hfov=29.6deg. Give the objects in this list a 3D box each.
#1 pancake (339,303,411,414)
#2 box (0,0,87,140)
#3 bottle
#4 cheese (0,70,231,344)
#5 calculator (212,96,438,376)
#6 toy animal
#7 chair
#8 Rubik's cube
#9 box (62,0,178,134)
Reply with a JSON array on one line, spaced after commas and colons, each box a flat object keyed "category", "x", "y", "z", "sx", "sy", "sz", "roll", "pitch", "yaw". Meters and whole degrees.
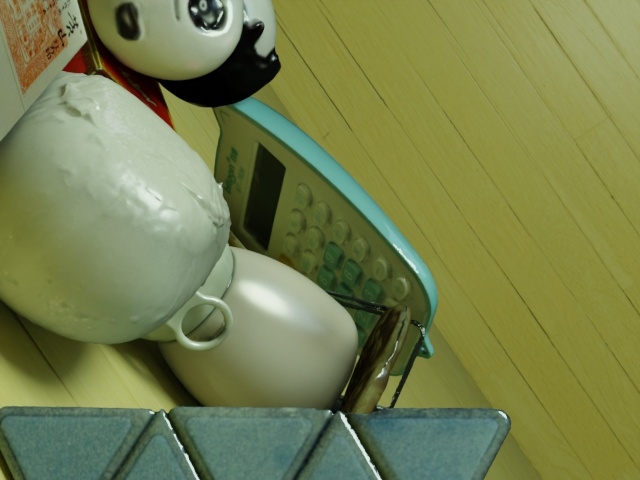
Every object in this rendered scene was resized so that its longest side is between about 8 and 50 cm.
[{"category": "pancake", "x": 0.024, "y": 0.164, "z": 1.035, "sx": 0.031, "sy": 0.250, "sz": 0.250, "roll": 20, "pitch": 9, "yaw": 3}, {"category": "box", "x": -0.229, "y": -0.153, "z": 0.801, "sx": 0.201, "sy": 0.058, "sz": 0.141, "roll": -71, "pitch": 156, "yaw": -57}, {"category": "bottle", "x": -0.093, "y": 0.060, "z": 1.046, "sx": 0.236, "sy": 0.147, "sz": 0.147, "roll": 41, "pitch": 15, "yaw": -29}, {"category": "cheese", "x": -0.164, "y": -0.016, "z": 0.858, "sx": 0.198, "sy": 0.154, "sz": 0.189, "roll": 40, "pitch": 13, "yaw": -12}, {"category": "calculator", "x": 0.000, "y": 0.000, "z": 1.433, "sx": 0.386, "sy": 0.054, "sz": 0.256, "roll": 47, "pitch": -30, "yaw": 20}, {"category": "toy animal", "x": -0.151, "y": -0.252, "z": 1.308, "sx": 0.235, "sy": 0.165, "sz": 0.187, "roll": 38, "pitch": 38, "yaw": -69}, {"category": "chair", "x": 0.006, "y": 0.169, "z": 1.279, "sx": 0.145, "sy": 0.221, "sz": 0.140, "roll": 13, "pitch": -5, "yaw": 19}, {"category": "Rubik's cube", "x": -0.040, "y": 0.208, "z": 0.752, "sx": 0.233, "sy": 0.228, "sz": 0.228, "roll": -14, "pitch": 110, "yaw": -43}, {"category": "box", "x": -0.242, "y": -0.186, "z": 1.357, "sx": 0.153, "sy": 0.074, "sz": 0.239, "roll": 53, "pitch": 8, "yaw": -42}]
